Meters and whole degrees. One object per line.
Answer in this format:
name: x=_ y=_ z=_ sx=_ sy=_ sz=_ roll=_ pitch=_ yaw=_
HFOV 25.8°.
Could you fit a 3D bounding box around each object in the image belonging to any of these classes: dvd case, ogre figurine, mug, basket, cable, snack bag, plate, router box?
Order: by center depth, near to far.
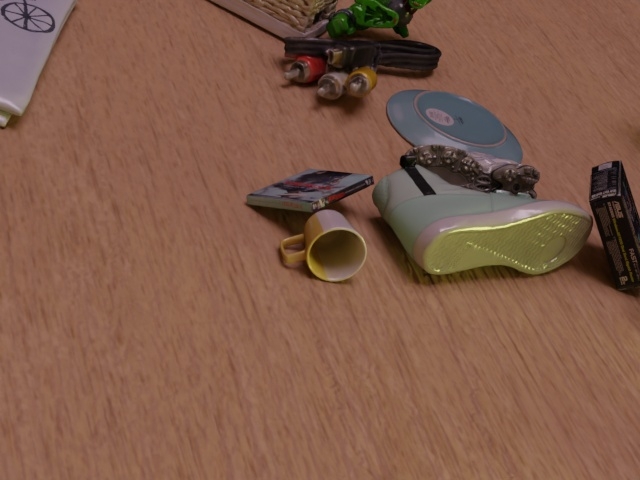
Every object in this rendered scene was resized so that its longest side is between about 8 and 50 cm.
mug: x=0.003 y=-0.002 z=1.435 sx=0.078 sy=0.062 sz=0.064 roll=17 pitch=24 yaw=-21
dvd case: x=-0.010 y=-0.055 z=1.510 sx=0.087 sy=0.013 sz=0.119 roll=8 pitch=22 yaw=35
snack bag: x=-0.454 y=-0.265 z=1.568 sx=0.323 sy=0.037 sz=0.342 roll=18 pitch=33 yaw=-8
router box: x=0.345 y=-0.018 z=1.613 sx=0.038 sy=0.122 sz=0.092 roll=-15 pitch=25 yaw=19
plate: x=0.176 y=-0.149 z=1.788 sx=0.188 sy=0.024 sz=0.188 roll=16 pitch=33 yaw=-11
cable: x=0.050 y=-0.228 z=1.829 sx=0.139 sy=0.072 sz=0.287 roll=17 pitch=15 yaw=25
basket: x=-0.060 y=-0.352 z=1.872 sx=0.167 sy=0.103 sz=0.113 roll=28 pitch=31 yaw=11
ogre figurine: x=0.098 y=-0.321 z=1.895 sx=0.097 sy=0.197 sz=0.118 roll=48 pitch=-1 yaw=-9

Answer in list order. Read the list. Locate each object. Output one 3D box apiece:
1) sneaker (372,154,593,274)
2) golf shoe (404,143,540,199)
sneaker: x=0.180 y=-0.038 z=1.562 sx=0.256 sy=0.094 sz=0.151 roll=-1 pitch=36 yaw=-34
golf shoe: x=0.170 y=-0.079 z=1.663 sx=0.176 sy=0.069 sz=0.086 roll=13 pitch=13 yaw=-20
